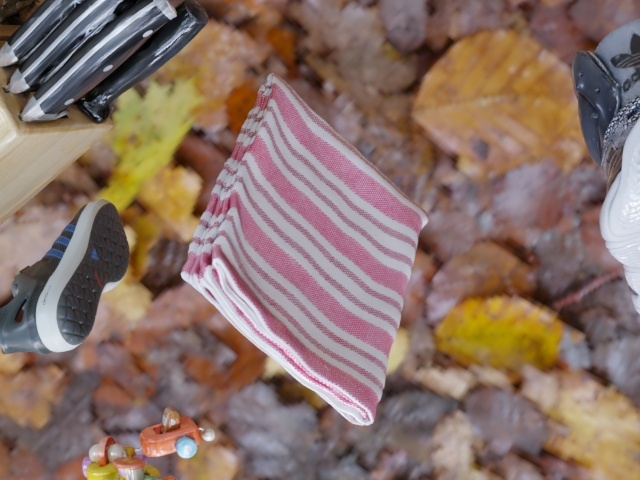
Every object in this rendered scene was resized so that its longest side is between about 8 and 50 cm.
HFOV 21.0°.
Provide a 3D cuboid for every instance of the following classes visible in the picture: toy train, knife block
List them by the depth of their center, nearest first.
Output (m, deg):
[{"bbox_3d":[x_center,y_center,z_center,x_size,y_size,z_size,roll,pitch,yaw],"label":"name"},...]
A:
[{"bbox_3d":[-0.179,-0.062,0.944,0.242,0.088,0.276,15,102,28],"label":"knife block"},{"bbox_3d":[-0.146,0.189,1.513,0.125,0.166,0.046,-13,108,-10],"label":"toy train"}]

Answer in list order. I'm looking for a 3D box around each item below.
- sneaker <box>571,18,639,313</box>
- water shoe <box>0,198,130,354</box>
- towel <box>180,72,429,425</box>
[{"bbox_3d":[0.184,-0.061,0.921,0.101,0.268,0.153,-15,69,6],"label":"sneaker"},{"bbox_3d":[-0.220,0.026,1.448,0.080,0.203,0.073,-10,113,15],"label":"water shoe"},{"bbox_3d":[0.000,0.000,1.022,0.144,0.197,0.029,42,129,-20],"label":"towel"}]
